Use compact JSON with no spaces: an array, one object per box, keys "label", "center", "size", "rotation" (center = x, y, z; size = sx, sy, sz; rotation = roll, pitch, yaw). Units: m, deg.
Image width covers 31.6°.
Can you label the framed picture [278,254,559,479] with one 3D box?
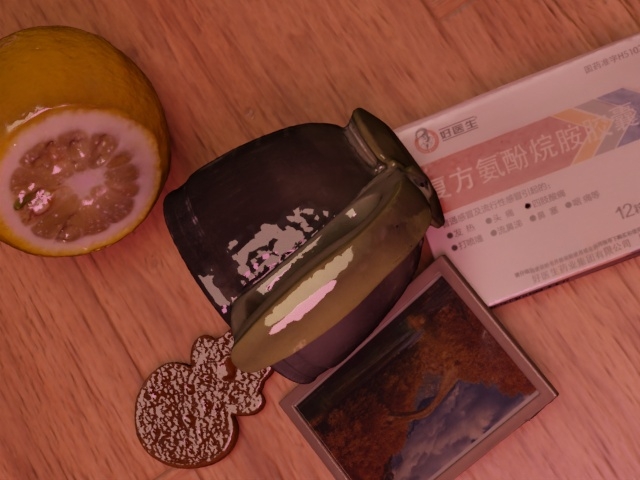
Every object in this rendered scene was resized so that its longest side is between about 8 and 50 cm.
[{"label":"framed picture","center":[0.093,0.163,1.161],"size":[0.250,0.016,0.184],"rotation":[-43,75,20]}]

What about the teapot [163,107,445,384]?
[{"label":"teapot","center":[-0.012,-0.018,1.079],"size":[0.239,0.321,0.239],"rotation":[-38,76,10]}]

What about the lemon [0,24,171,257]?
[{"label":"lemon","center":[-0.287,-0.117,1.219],"size":[0.240,0.240,0.219],"rotation":[-38,45,4]}]

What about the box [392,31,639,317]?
[{"label":"box","center":[0.271,-0.076,1.172],"size":[0.353,0.069,0.214],"rotation":[-21,77,7]}]

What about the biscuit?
[{"label":"biscuit","center":[-0.124,0.173,1.236],"size":[0.175,0.026,0.124],"rotation":[-42,76,3]}]
